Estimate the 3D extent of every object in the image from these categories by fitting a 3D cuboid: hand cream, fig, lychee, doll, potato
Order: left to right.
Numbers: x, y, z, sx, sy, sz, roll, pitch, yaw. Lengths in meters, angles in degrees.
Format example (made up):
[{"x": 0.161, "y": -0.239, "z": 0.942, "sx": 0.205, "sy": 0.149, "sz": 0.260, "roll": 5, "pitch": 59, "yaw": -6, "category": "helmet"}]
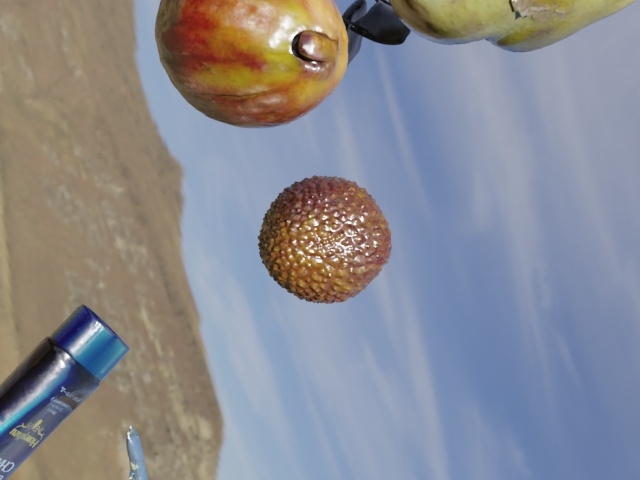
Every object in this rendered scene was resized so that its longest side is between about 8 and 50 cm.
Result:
[{"x": -0.299, "y": 0.179, "z": 1.100, "sx": 0.061, "sy": 0.270, "sz": 0.120, "roll": 39, "pitch": -11, "yaw": 23, "category": "hand cream"}, {"x": -0.301, "y": 0.354, "z": 1.872, "sx": 0.037, "sy": 0.027, "sz": 0.125, "roll": -83, "pitch": 169, "yaw": -59, "category": "doll"}, {"x": -0.081, "y": -0.248, "z": 1.410, "sx": 0.263, "sy": 0.224, "sz": 0.224, "roll": 47, "pitch": -21, "yaw": 23, "category": "fig"}, {"x": 0.001, "y": -0.001, "z": 1.613, "sx": 0.194, "sy": 0.194, "sz": 0.195, "roll": 163, "pitch": -90, "yaw": -79, "category": "lychee"}, {"x": 0.253, "y": -0.341, "z": 1.437, "sx": 0.218, "sy": 0.350, "sz": 0.203, "roll": 40, "pitch": 50, "yaw": -77, "category": "potato"}]

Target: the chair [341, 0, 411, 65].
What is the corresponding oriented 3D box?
[{"x": 0.048, "y": -0.336, "z": 1.880, "sx": 0.140, "sy": 0.221, "sz": 0.145, "roll": -56, "pitch": 160, "yaw": -48, "category": "chair"}]
